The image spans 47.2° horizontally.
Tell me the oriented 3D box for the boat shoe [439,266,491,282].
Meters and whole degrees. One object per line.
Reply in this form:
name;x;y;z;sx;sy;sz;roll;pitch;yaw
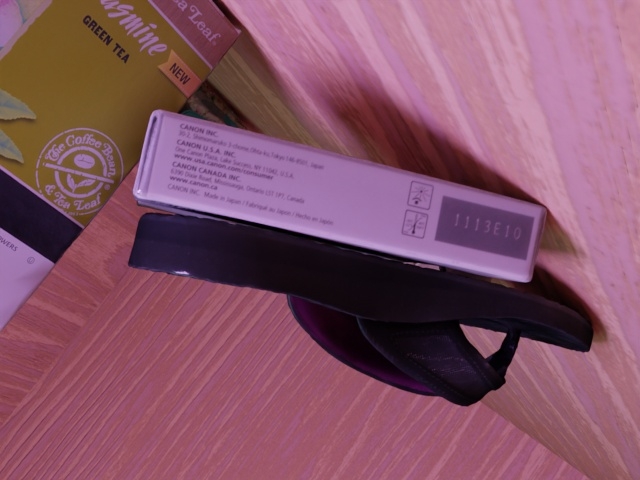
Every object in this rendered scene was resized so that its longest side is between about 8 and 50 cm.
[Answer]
boat shoe;0.138;0.026;0.737;0.038;0.046;0.125;28;177;33

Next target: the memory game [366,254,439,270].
memory game;0.090;0.068;0.939;0.186;0.012;0.186;8;139;7

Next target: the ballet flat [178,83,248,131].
ballet flat;-0.180;-0.177;0.908;0.241;0.091;0.077;47;-168;-34

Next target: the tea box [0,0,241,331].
tea box;-0.306;-0.150;0.635;0.329;0.324;0.220;27;168;49

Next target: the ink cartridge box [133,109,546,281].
ink cartridge box;-0.005;-0.028;0.581;0.274;0.060;0.239;12;180;-15

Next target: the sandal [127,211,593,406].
sandal;0.050;0.072;0.609;0.445;0.107;0.167;14;174;-33
